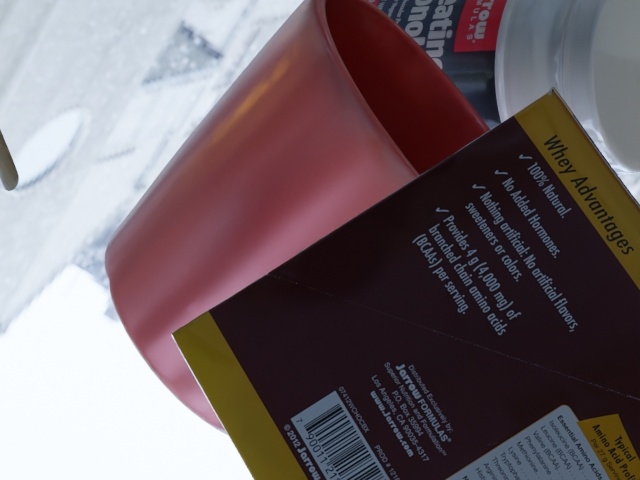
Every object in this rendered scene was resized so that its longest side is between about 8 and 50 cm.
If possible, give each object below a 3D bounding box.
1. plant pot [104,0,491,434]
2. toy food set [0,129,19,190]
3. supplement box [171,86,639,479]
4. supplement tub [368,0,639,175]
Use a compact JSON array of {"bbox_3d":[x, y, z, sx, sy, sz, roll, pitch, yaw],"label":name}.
[{"bbox_3d":[0.000,0.000,1.051,0.275,0.243,0.275,44,-160,-20],"label":"plant pot"},{"bbox_3d":[-0.239,0.000,0.853,0.038,0.132,0.192,29,-116,25],"label":"toy food set"},{"bbox_3d":[0.076,0.078,0.652,0.191,0.194,0.129,58,-179,21],"label":"supplement box"},{"bbox_3d":[0.153,-0.142,1.279,0.272,0.191,0.191,2,-176,39],"label":"supplement tub"}]
